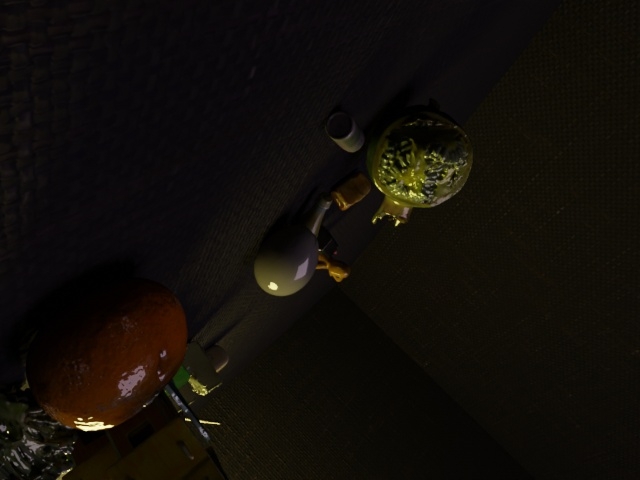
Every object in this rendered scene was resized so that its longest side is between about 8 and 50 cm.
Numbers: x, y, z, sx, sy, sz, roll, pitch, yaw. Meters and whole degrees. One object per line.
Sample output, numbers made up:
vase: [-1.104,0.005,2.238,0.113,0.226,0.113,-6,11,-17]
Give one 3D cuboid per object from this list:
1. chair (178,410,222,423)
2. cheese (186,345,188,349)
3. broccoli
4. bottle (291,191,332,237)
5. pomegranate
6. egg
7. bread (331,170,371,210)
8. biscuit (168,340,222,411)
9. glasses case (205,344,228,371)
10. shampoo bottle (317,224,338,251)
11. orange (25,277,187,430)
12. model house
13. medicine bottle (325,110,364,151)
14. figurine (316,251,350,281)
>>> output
chair: [-0.446,0.471,1.408,0.271,0.167,0.188,-4,-173,20]
cheese: [-0.382,0.270,1.088,0.157,0.064,0.250,-50,158,14]
broccoli: [-0.421,0.237,0.628,0.165,0.145,0.304,-45,159,-33]
bottle: [-0.044,-0.021,1.304,0.083,0.083,0.270,-36,163,-48]
pomegranate: [0.231,-0.181,1.264,0.260,0.260,0.341,-30,151,-59]
egg: [-0.081,0.049,1.222,0.199,0.146,0.146,-50,170,24]
bread: [0.087,-0.140,1.404,0.132,0.074,0.053,-37,-175,-40]
biscuit: [-0.356,0.353,1.280,0.046,0.147,0.250,-38,173,17]
glasses case: [-0.384,0.417,1.637,0.050,0.083,0.196,-54,169,34]
shampoo bottle: [-0.001,0.000,1.523,0.071,0.098,0.309,-50,171,-2]
orange: [-0.286,0.157,0.703,0.224,0.170,0.224,-44,172,-7]
model house: [-0.338,0.378,0.892,0.300,0.323,0.340,-36,147,-18]
medicine bottle: [0.057,-0.212,1.012,0.058,0.057,0.199,-48,170,8]
figurine: [0.029,0.061,1.714,0.121,0.176,0.122,-39,157,-49]
